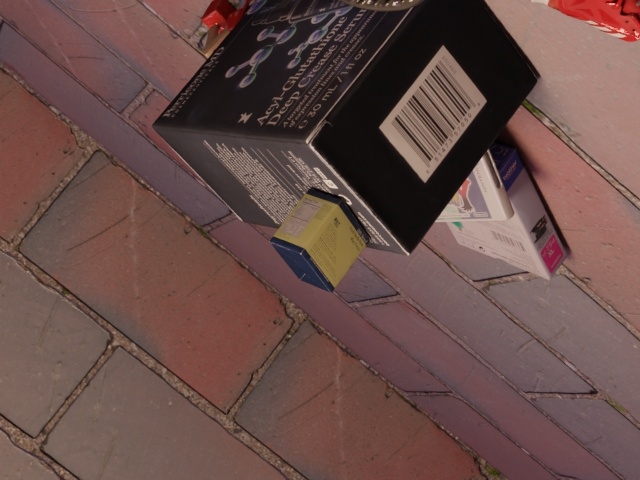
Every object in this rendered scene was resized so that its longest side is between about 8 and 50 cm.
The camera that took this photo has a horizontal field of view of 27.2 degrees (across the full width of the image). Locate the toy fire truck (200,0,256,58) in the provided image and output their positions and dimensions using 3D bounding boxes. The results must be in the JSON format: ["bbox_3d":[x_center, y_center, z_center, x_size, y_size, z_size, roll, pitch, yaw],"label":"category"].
[{"bbox_3d":[-0.133,-0.302,1.953,0.135,0.192,0.047,-21,127,37],"label":"toy fire truck"}]

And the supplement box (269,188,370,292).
[{"bbox_3d":[0.000,0.000,1.559,0.056,0.083,0.083,21,158,42],"label":"supplement box"}]

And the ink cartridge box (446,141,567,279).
[{"bbox_3d":[0.236,-0.075,1.954,0.186,0.065,0.311,23,160,41],"label":"ink cartridge box"}]

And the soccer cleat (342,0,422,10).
[{"bbox_3d":[0.034,-0.338,1.592,0.116,0.108,0.318,2,-166,-45],"label":"soccer cleat"}]

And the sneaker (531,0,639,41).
[{"bbox_3d":[0.289,-0.270,1.309,0.128,0.087,0.221,27,175,3],"label":"sneaker"}]

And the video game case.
[{"bbox_3d":[0.161,-0.109,1.844,0.201,0.023,0.183,0,120,52],"label":"video game case"}]

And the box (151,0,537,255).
[{"bbox_3d":[0.022,-0.176,1.705,0.212,0.293,0.395,46,161,-29],"label":"box"}]
